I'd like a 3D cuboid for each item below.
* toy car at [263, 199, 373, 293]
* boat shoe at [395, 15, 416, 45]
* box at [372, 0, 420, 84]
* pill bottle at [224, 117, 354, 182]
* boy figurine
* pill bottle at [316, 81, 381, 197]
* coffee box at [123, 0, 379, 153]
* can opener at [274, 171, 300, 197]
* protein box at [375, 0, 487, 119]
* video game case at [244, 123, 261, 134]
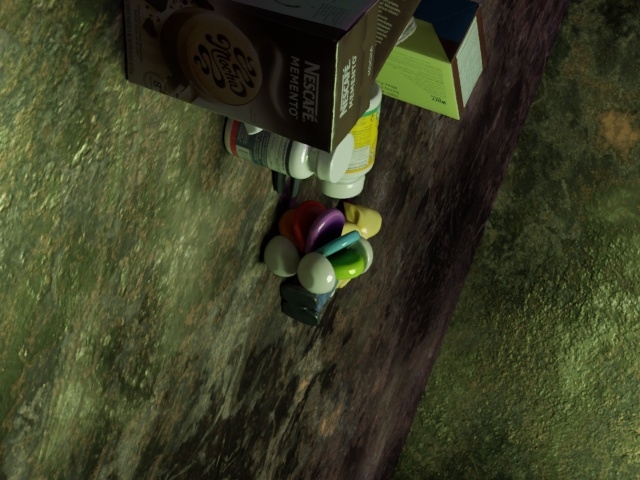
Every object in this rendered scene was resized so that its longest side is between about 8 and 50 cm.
[{"bbox_3d":[0.000,0.000,2.288,0.159,0.182,0.136,-25,130,-43],"label":"toy car"},{"bbox_3d":[0.024,-0.332,2.136,0.324,0.123,0.116,-41,114,-39],"label":"boat shoe"},{"bbox_3d":[0.051,-0.331,1.748,0.381,0.143,0.191,120,-9,-49],"label":"box"},{"bbox_3d":[-0.045,-0.155,1.991,0.108,0.180,0.108,-54,157,-37],"label":"pill bottle"},{"bbox_3d":[0.028,0.025,2.519,0.285,0.092,0.177,-58,158,-32],"label":"boy figurine"},{"bbox_3d":[0.042,-0.182,2.298,0.117,0.118,0.208,-48,152,-46],"label":"pill bottle"},{"bbox_3d":[-0.087,-0.245,1.603,0.119,0.297,0.168,-51,153,-43],"label":"coffee box"},{"bbox_3d":[-0.050,-0.140,2.180,0.073,0.059,0.186,-54,156,-39],"label":"can opener"},{"bbox_3d":[0.184,-0.353,2.377,0.136,0.200,0.201,-63,160,-17],"label":"protein box"},{"bbox_3d":[-0.082,-0.260,1.889,0.190,0.022,0.173,-38,111,-57],"label":"video game case"}]
